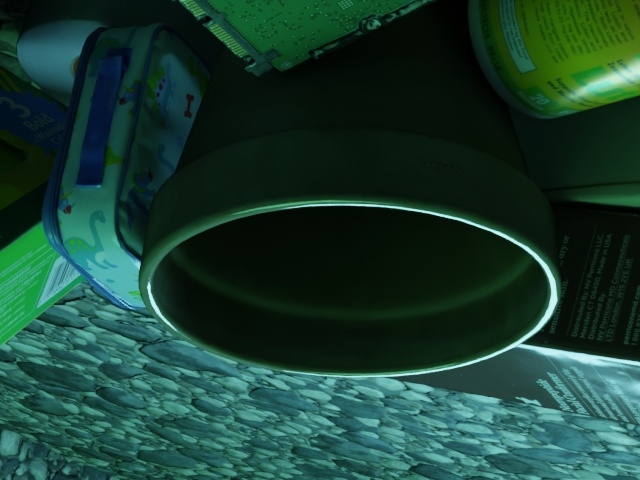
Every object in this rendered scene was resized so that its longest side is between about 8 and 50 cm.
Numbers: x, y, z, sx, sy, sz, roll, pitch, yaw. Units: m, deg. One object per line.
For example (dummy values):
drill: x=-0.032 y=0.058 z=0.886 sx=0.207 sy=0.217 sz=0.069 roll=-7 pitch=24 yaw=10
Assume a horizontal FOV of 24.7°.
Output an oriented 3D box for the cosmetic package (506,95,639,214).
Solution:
cosmetic package: x=0.280 y=-0.051 z=1.310 sx=0.309 sy=0.113 sz=0.160 roll=-4 pitch=152 yaw=47

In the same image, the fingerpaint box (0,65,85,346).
fingerpaint box: x=-0.420 y=-0.039 z=1.200 sx=0.371 sy=0.445 sz=0.163 roll=31 pitch=120 yaw=8

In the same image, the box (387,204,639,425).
box: x=0.159 y=0.057 z=1.340 sx=0.381 sy=0.143 sz=0.191 roll=9 pitch=159 yaw=32

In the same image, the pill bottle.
pill bottle: x=0.234 y=-0.175 z=1.026 sx=0.136 sy=0.136 sz=0.246 roll=29 pitch=154 yaw=-33

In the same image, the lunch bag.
lunch bag: x=-0.150 y=-0.064 z=1.235 sx=0.090 sy=0.219 sz=0.176 roll=-2 pitch=156 yaw=23

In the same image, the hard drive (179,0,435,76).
hard drive: x=0.041 y=-0.245 z=0.913 sx=0.339 sy=0.064 sz=0.237 roll=-25 pitch=143 yaw=21

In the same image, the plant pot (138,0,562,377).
plant pot: x=0.025 y=-0.077 z=1.164 sx=0.323 sy=0.280 sz=0.323 roll=1 pitch=154 yaw=1

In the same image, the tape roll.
tape roll: x=-0.169 y=-0.176 z=1.368 sx=0.219 sy=0.072 sz=0.219 roll=13 pitch=158 yaw=5
